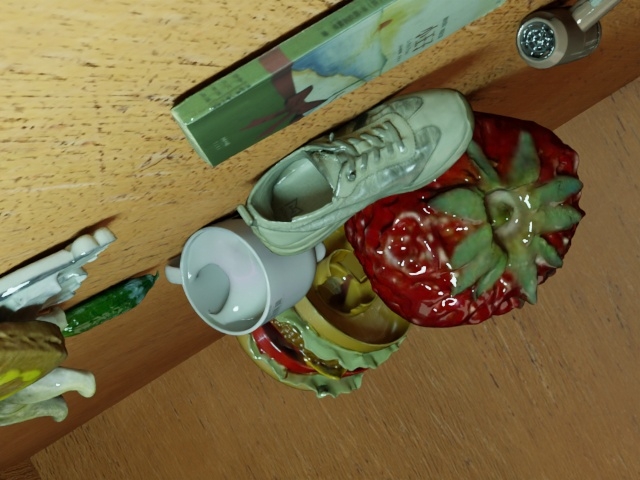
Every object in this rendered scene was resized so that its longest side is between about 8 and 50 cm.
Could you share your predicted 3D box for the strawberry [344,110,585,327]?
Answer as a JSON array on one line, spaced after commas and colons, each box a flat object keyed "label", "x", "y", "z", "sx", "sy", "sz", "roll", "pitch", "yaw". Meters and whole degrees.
[{"label": "strawberry", "x": 0.162, "y": -0.047, "z": 1.743, "sx": 0.317, "sy": 0.295, "sz": 0.345, "roll": -47, "pitch": -148, "yaw": -10}]

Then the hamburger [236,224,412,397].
[{"label": "hamburger", "x": -0.012, "y": 0.107, "z": 1.960, "sx": 0.212, "sy": 0.274, "sz": 0.274, "roll": -41, "pitch": 170, "yaw": 39}]

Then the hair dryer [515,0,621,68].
[{"label": "hair dryer", "x": 0.297, "y": -0.259, "z": 1.380, "sx": 0.182, "sy": 0.064, "sz": 0.117, "roll": -43, "pitch": 168, "yaw": 32}]

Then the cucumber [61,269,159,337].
[{"label": "cucumber", "x": -0.252, "y": 0.075, "z": 1.530, "sx": 0.155, "sy": 0.037, "sz": 0.037, "roll": -29, "pitch": 175, "yaw": -27}]

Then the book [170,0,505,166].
[{"label": "book", "x": 0.024, "y": -0.147, "z": 0.974, "sx": 0.289, "sy": 0.026, "sz": 0.201, "roll": -30, "pitch": 174, "yaw": -2}]

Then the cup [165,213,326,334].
[{"label": "cup", "x": -0.087, "y": 0.036, "z": 1.565, "sx": 0.173, "sy": 0.134, "sz": 0.142, "roll": -36, "pitch": 175, "yaw": 39}]

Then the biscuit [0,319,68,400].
[{"label": "biscuit", "x": -0.379, "y": 0.154, "z": 1.143, "sx": 0.277, "sy": 0.052, "sz": 0.262, "roll": -33, "pitch": 162, "yaw": 30}]

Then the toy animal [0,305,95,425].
[{"label": "toy animal", "x": -0.357, "y": 0.170, "z": 1.430, "sx": 0.169, "sy": 0.121, "sz": 0.233, "roll": -10, "pitch": 158, "yaw": -46}]

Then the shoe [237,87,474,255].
[{"label": "shoe", "x": 0.035, "y": -0.078, "z": 1.352, "sx": 0.275, "sy": 0.103, "sz": 0.098, "roll": -34, "pitch": 161, "yaw": 12}]

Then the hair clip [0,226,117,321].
[{"label": "hair clip", "x": -0.271, "y": 0.060, "z": 1.179, "sx": 0.140, "sy": 0.054, "sz": 0.220, "roll": -23, "pitch": 169, "yaw": -30}]
